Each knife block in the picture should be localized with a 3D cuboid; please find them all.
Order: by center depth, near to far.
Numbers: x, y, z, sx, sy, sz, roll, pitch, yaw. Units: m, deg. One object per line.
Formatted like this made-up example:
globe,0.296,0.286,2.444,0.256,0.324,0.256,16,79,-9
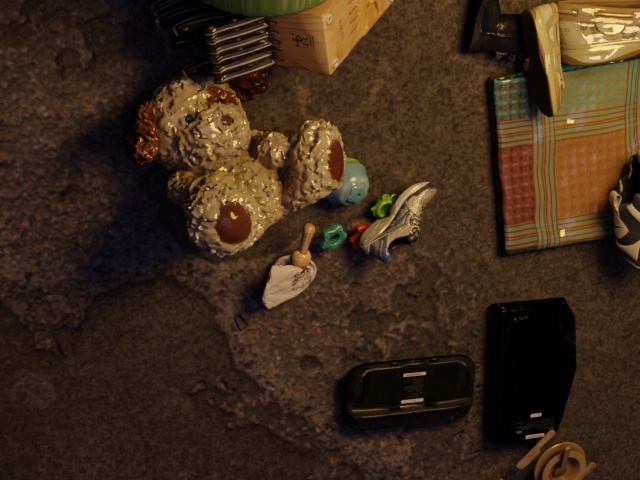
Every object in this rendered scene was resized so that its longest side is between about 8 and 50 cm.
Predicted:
knife block,-0.065,-0.300,1.567,0.276,0.242,0.088,-53,149,-38

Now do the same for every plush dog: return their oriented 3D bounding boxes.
plush dog,-0.132,-0.108,1.576,0.262,0.210,0.225,-34,98,-35

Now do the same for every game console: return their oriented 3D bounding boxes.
game console,0.206,0.199,1.805,0.361,0.044,0.213,-4,105,-17

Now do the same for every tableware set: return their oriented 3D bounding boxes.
tableware set,0.329,0.386,1.869,0.194,0.039,0.128,-48,122,7

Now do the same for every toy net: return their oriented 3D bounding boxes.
toy net,0.000,0.000,1.696,0.232,0.045,0.122,-49,141,3

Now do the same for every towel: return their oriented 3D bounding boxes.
towel,0.425,-0.134,1.783,0.370,0.040,0.271,-11,106,-13

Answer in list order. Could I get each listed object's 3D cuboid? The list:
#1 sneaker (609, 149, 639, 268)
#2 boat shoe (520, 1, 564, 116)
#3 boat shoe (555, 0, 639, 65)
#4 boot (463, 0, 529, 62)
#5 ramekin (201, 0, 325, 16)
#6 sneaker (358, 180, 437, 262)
sneaker,0.510,-0.080,1.750,0.235,0.094,0.153,-28,119,5
boat shoe,0.309,-0.243,1.677,0.048,0.056,0.153,-20,107,-17
boat shoe,0.459,-0.311,1.711,0.285,0.104,0.089,-15,111,-12
boot,0.252,-0.302,1.685,0.099,0.045,0.121,3,110,-15
ramekin,-0.067,-0.408,1.440,0.303,0.148,0.303,1,67,-2
sneaker,0.118,-0.021,1.701,0.135,0.058,0.052,-47,152,-5
